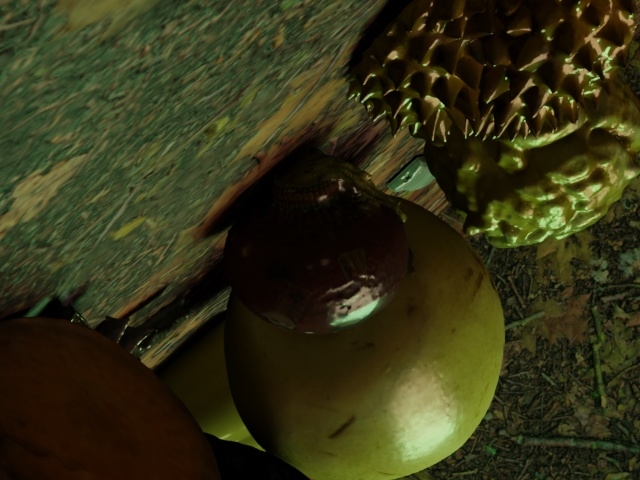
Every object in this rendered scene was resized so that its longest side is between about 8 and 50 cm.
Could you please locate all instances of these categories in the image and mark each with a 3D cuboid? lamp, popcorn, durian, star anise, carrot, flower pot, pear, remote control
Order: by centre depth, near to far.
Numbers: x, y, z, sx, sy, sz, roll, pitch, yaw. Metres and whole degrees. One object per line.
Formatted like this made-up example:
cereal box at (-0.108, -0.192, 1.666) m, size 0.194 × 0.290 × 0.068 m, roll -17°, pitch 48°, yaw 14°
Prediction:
carrot at (-0.213, 0.191, 0.830) m, size 0.254 × 0.196 × 0.196 m, roll -44°, pitch 174°, yaw 22°
star anise at (-0.174, 0.079, 0.917) m, size 0.124 × 0.056 × 0.129 m, roll -20°, pitch 155°, yaw -19°
durian at (0.108, -0.140, 0.934) m, size 0.187 × 0.153 × 0.260 m, roll -17°, pitch 164°, yaw -4°
lamp at (-0.005, 0.000, 1.095) m, size 0.157 × 0.156 × 0.135 m, roll -87°, pitch 172°, yaw -53°
pear at (0.040, 0.099, 1.342) m, size 0.309 × 0.309 × 0.309 m, roll -41°, pitch 174°, yaw -5°
popcorn at (0.212, -0.113, 1.359) m, size 0.249 × 0.225 × 0.249 m, roll -41°, pitch -168°, yaw 11°
flower pot at (-0.132, 0.212, 1.646) m, size 0.179 × 0.195 × 0.195 m, roll -30°, pitch 177°, yaw 12°
remote control at (0.137, -0.092, 1.844) m, size 0.061 × 0.029 × 0.162 m, roll -45°, pitch 173°, yaw 15°

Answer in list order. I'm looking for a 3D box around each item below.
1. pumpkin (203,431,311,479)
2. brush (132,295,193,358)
pumpkin at (-0.162, 0.307, 1.253) m, size 0.363 × 0.363 × 0.266 m, roll 62°, pitch 43°, yaw -84°
brush at (-0.209, 0.128, 1.049) m, size 0.323 × 0.051 × 0.070 m, roll -37°, pitch 170°, yaw -43°
